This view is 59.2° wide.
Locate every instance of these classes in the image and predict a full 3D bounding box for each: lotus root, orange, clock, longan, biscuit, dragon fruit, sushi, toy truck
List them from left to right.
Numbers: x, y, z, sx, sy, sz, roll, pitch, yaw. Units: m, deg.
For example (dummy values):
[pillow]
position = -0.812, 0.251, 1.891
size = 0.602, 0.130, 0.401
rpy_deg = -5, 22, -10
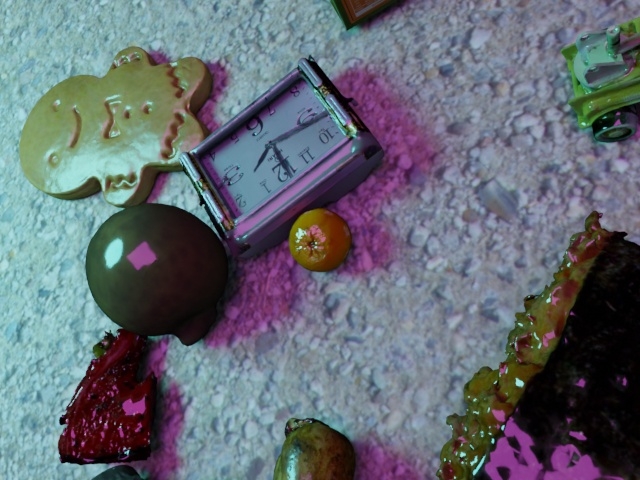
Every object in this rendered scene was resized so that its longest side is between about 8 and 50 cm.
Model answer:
[biscuit]
position = -0.336, -0.182, 0.902
size = 0.355, 0.052, 0.275
rpy_deg = -4, 75, 17
[dragon fruit]
position = -0.279, 0.200, 0.749
size = 0.122, 0.092, 0.192
rpy_deg = 2, 70, 33
[longan]
position = -0.207, 0.048, 0.744
size = 0.185, 0.159, 0.204
rpy_deg = -18, 108, 19
[clock]
position = -0.055, -0.114, 0.770
size = 0.253, 0.083, 0.186
rpy_deg = -36, 68, 7
[lotus root]
position = -0.012, 0.294, 0.617
size = 0.094, 0.108, 0.190
rpy_deg = -3, 52, 14
[orange]
position = 0.000, 0.000, 0.724
size = 0.083, 0.070, 0.083
rpy_deg = 1, 97, 6
[sushi]
position = 0.247, 0.164, 0.521
size = 0.207, 0.234, 0.348
rpy_deg = 31, 65, 26
[toy truck]
position = 0.390, -0.210, 0.586
size = 0.259, 0.135, 0.128
rpy_deg = -12, 70, 36

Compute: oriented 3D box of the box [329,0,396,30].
[box]
position = 0.068, -0.434, 0.776
size = 0.195, 0.148, 0.177
rpy_deg = -29, 66, 10

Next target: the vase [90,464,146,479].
[vase]
position = -0.166, 0.389, 0.654
size = 0.301, 0.156, 0.251
rpy_deg = 32, 72, 29
